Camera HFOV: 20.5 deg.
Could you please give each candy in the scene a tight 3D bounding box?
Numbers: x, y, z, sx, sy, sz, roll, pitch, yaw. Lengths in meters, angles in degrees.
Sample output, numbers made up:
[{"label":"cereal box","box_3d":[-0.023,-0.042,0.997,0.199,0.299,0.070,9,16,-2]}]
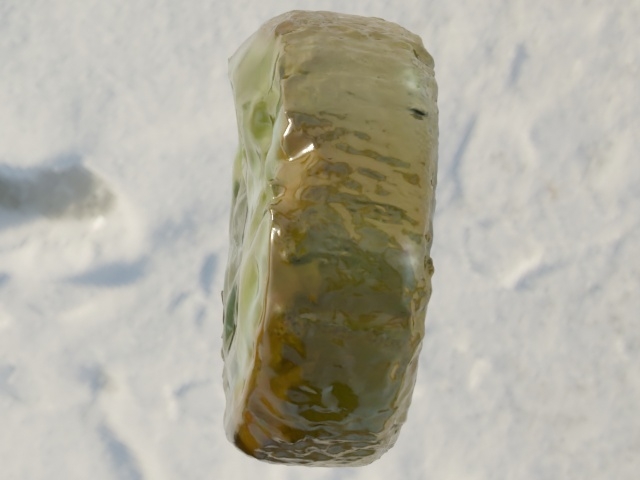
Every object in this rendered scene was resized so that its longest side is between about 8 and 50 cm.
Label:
[{"label":"candy","box_3d":[0.000,0.000,0.988,0.118,0.260,0.260,4,138,-4]}]
